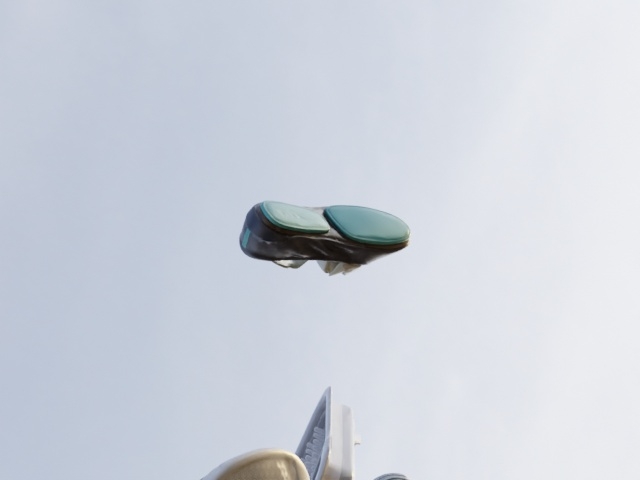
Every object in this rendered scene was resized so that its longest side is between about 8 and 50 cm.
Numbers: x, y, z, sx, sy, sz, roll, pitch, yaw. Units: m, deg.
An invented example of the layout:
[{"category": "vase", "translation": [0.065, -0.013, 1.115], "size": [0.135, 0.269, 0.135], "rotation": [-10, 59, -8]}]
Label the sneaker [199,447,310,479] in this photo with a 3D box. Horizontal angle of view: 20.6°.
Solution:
[{"category": "sneaker", "translation": [-0.137, 0.266, 1.512], "size": [0.295, 0.146, 0.105], "rotation": [-34, -74, -46]}]

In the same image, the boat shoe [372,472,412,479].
[{"category": "boat shoe", "translation": [0.091, 0.327, 1.634], "size": [0.077, 0.070, 0.219], "rotation": [-20, -80, -7]}]

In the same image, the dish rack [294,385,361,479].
[{"category": "dish rack", "translation": [-0.017, 0.356, 2.222], "size": [0.333, 0.072, 0.286], "rotation": [-89, 22, -76]}]

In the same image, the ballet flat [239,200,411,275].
[{"category": "ballet flat", "translation": [0.000, 0.000, 1.767], "size": [0.203, 0.074, 0.074], "rotation": [5, -74, -41]}]
